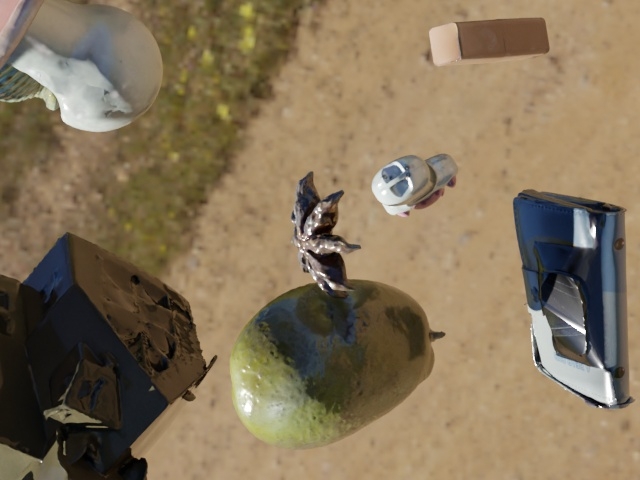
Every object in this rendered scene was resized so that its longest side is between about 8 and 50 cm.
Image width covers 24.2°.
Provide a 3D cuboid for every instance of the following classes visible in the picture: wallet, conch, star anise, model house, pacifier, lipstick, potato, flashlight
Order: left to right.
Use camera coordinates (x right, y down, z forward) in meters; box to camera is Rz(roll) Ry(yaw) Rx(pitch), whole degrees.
[{"bbox_3d":[-0.245,-0.171,1.050,0.332,0.220,0.273,-3,119,51],"label":"pacifier"},{"bbox_3d":[-0.342,-0.205,1.590,0.135,0.102,0.153,46,149,45],"label":"conch"},{"bbox_3d":[-0.197,0.142,1.067,0.211,0.204,0.243,-49,33,20],"label":"model house"},{"bbox_3d":[0.000,0.001,1.565,0.141,0.042,0.141,50,150,44],"label":"star anise"},{"bbox_3d":[0.020,0.130,1.646,0.174,0.251,0.159,89,160,-51],"label":"potato"},{"bbox_3d":[0.099,-0.059,1.590,0.093,0.200,0.047,-33,84,9],"label":"flashlight"},{"bbox_3d":[0.186,-0.217,1.635,0.045,0.145,0.045,-5,94,50],"label":"lipstick"},{"bbox_3d":[0.272,0.062,1.627,0.170,0.069,0.231,21,121,60],"label":"wallet"}]
